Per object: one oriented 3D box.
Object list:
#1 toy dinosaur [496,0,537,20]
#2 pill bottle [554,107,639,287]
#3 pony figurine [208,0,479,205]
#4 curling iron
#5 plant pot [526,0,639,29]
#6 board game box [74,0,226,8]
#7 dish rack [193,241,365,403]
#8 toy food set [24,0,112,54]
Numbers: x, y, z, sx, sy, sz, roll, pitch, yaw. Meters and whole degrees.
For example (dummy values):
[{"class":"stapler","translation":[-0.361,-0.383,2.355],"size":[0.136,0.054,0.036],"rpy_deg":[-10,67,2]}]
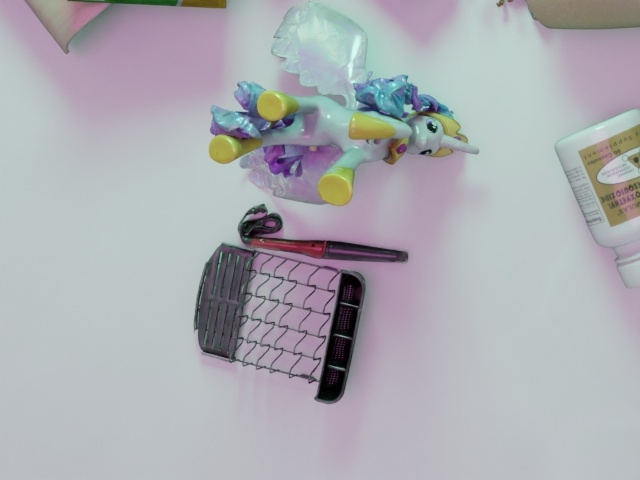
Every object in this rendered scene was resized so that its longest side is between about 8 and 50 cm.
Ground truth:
[{"class":"toy dinosaur","translation":[0.256,-0.409,1.782],"size":[0.112,0.064,0.211],"rpy_deg":[-25,100,-2]},{"class":"pill bottle","translation":[0.429,-0.057,1.734],"size":[0.131,0.131,0.229],"rpy_deg":[-23,91,16]},{"class":"pony figurine","translation":[0.010,-0.162,1.755],"size":[0.351,0.363,0.303],"rpy_deg":[20,109,27]},{"class":"curling iron","translation":[0.000,0.000,1.903],"size":[0.274,0.035,0.068],"rpy_deg":[13,100,13]},{"class":"plant pot","translation":[0.413,-0.389,1.660],"size":[0.274,0.256,0.256],"rpy_deg":[-16,93,33]},{"class":"board game box","translation":[-0.250,-0.508,1.824],"size":[0.242,0.064,0.317],"rpy_deg":[3,84,-1]},{"class":"dish rack","translation":[-0.069,0.118,1.917],"size":[0.271,0.074,0.208],"rpy_deg":[14,99,13]},{"class":"toy food set","translation":[-0.348,-0.467,1.919],"size":[0.306,0.092,0.220],"rpy_deg":[-38,86,7]}]
